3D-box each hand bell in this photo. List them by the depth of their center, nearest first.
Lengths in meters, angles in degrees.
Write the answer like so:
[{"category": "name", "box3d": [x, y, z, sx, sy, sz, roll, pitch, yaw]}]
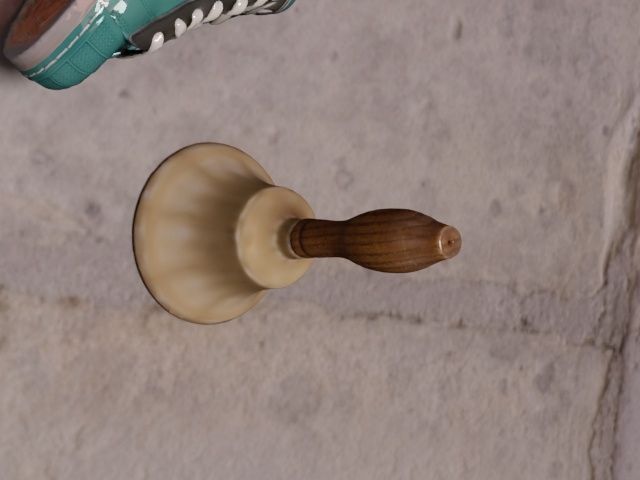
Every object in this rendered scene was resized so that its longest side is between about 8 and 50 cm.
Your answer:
[{"category": "hand bell", "box3d": [0.000, 0.000, 1.040, 0.126, 0.242, 0.126, -2, 94, -39]}]

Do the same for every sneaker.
[{"category": "sneaker", "box3d": [-0.070, -0.179, 1.062, 0.302, 0.108, 0.121, -48, 115, -28]}]
